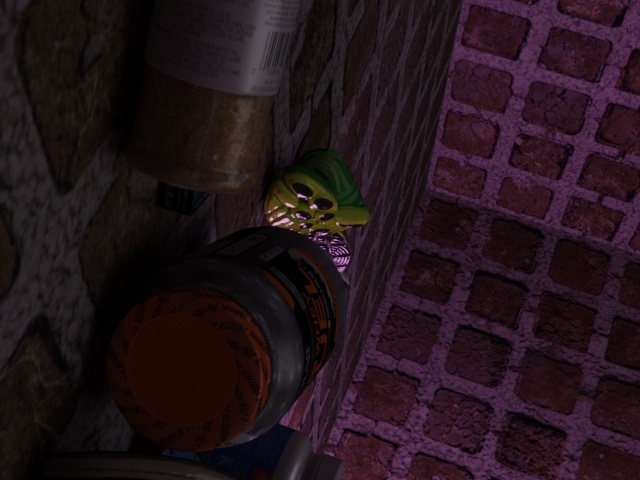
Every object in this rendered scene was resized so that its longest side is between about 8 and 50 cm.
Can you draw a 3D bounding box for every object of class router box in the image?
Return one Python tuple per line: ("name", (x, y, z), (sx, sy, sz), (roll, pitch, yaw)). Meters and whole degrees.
("router box", (-0.118, -0.094, 1.030), (0.122, 0.038, 0.092), (-59, 165, -54))

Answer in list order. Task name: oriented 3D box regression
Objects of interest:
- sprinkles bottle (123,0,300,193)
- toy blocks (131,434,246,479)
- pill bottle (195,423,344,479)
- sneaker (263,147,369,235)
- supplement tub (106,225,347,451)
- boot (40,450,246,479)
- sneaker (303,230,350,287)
("sprinkles bottle", (-0.069, -0.220, 0.827), (0.121, 0.121, 0.355), (-46, 153, -69))
("toy blocks", (-0.169, 0.387, 1.147), (0.261, 0.191, 0.381), (63, 32, -27))
("pill bottle", (-0.085, 0.307, 1.408), (0.124, 0.221, 0.124), (18, 90, -80))
("sneaker", (-0.016, -0.077, 1.531), (0.295, 0.109, 0.123), (16, 55, -71))
("supplement tub", (-0.091, 0.097, 1.078), (0.316, 0.194, 0.193), (-36, 143, -74))
("boot", (-0.134, 0.371, 0.977), (0.377, 0.138, 0.284), (39, 53, -45))
("sneaker", (0.000, 0.000, 1.795), (0.279, 0.107, 0.118), (88, 3, -72))
